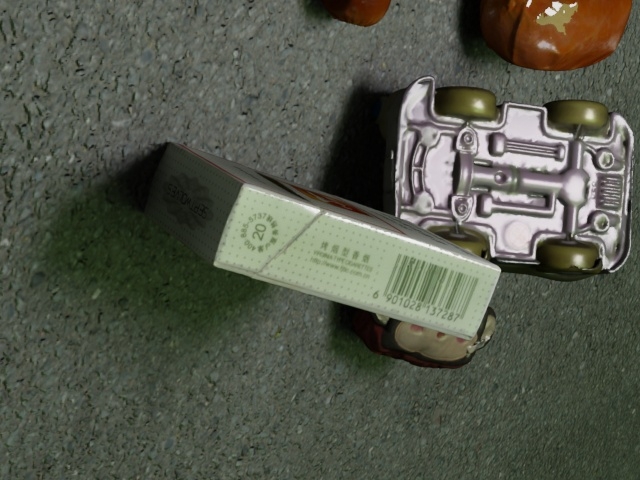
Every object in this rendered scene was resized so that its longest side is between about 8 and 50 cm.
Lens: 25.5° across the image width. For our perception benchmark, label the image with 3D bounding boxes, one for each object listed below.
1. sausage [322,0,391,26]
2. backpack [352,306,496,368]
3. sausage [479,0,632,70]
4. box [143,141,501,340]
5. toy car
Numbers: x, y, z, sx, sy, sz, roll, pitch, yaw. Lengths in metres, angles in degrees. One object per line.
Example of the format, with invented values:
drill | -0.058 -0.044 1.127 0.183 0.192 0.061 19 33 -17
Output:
sausage | 0.059 -0.385 1.589 0.089 0.083 0.300 -10 117 -38
backpack | 0.142 0.062 1.937 0.229 0.139 0.229 -9 105 -34
sausage | 0.319 -0.312 1.924 0.268 0.153 0.141 -13 126 -49
box | 0.000 0.001 1.523 0.330 0.210 0.095 16 97 -29
toy car | 0.217 -0.069 1.833 0.336 0.226 0.242 4 87 -17
